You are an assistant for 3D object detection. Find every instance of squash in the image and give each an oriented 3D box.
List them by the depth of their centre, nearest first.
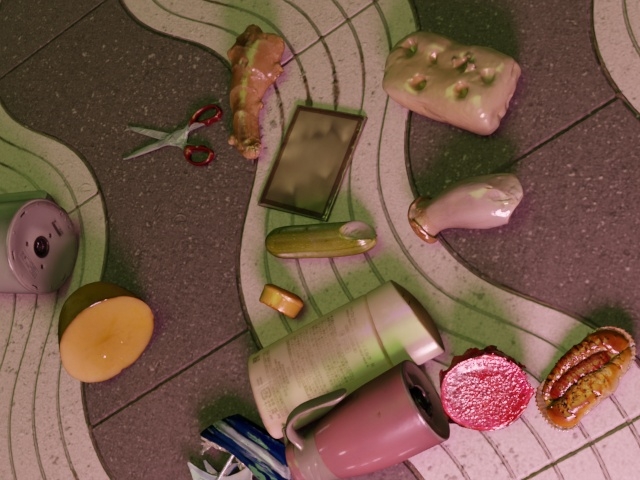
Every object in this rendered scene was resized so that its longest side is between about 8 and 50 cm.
[{"bbox_3d":[0.000,0.000,1.835,0.239,0.069,0.069,-3,69,27],"label":"squash"}]

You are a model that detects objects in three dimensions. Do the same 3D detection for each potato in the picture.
[{"bbox_3d":[-0.446,0.157,1.960,0.203,0.178,0.158,-63,37,21],"label":"potato"}]

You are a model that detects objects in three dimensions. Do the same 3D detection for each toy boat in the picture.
[{"bbox_3d":[-0.183,0.439,1.750,0.291,0.070,0.210,-40,56,10],"label":"toy boat"}]

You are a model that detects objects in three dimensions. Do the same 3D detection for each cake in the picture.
[{"bbox_3d":[-0.072,0.112,1.820,0.084,0.084,0.044,22,84,33],"label":"cake"}]

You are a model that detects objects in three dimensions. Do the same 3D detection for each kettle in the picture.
[{"bbox_3d":[-0.713,-0.009,2.135,0.318,0.205,0.265,-4,71,29],"label":"kettle"}]

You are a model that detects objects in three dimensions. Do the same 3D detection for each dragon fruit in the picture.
[{"bbox_3d":[0.263,0.227,1.594,0.153,0.153,0.111,-26,17,16],"label":"dragon fruit"}]

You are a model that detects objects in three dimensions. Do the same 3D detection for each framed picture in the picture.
[{"bbox_3d":[-0.018,-0.158,1.945,0.173,0.010,0.231,15,78,32],"label":"framed picture"}]

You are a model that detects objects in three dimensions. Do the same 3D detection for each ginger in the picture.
[{"bbox_3d":[-0.136,-0.308,2.034,0.131,0.086,0.294,-3,76,17],"label":"ginger"}]

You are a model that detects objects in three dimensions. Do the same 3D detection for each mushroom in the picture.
[{"bbox_3d":[0.257,-0.059,1.717,0.212,0.088,0.097,-19,94,26],"label":"mushroom"}]

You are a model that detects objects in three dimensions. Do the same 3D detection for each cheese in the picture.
[{"bbox_3d":[0.238,-0.304,1.824,0.263,0.093,0.159,23,80,33],"label":"cheese"}]

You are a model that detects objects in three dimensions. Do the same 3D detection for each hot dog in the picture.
[{"bbox_3d":[0.419,0.214,1.536,0.192,0.053,0.099,-47,60,6],"label":"hot dog"}]

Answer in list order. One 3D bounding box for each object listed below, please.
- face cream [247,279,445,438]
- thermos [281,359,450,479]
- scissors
[{"bbox_3d":[0.038,0.201,1.723,0.348,0.081,0.173,-30,55,14],"label":"face cream"},{"bbox_3d":[0.059,0.313,1.620,0.265,0.176,0.146,-30,23,16],"label":"thermos"},{"bbox_3d":[-0.328,-0.222,2.132,0.247,0.017,0.144,-2,68,28],"label":"scissors"}]
